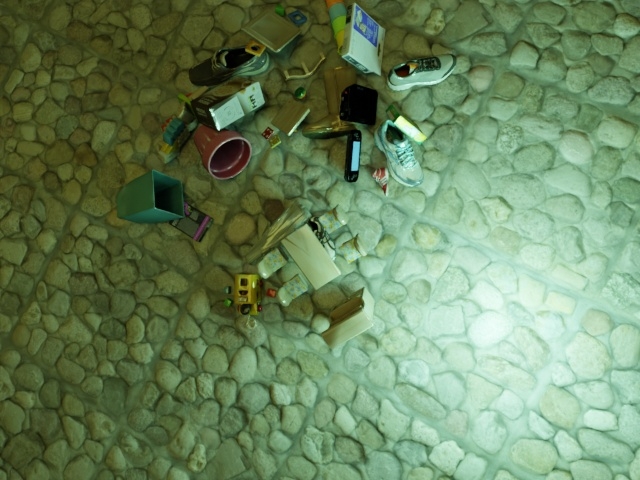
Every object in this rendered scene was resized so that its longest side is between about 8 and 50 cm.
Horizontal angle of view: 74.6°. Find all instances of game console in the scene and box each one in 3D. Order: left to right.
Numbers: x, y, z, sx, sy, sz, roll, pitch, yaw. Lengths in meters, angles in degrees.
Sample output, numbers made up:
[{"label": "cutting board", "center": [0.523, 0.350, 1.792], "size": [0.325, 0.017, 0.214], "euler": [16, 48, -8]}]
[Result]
[{"label": "game console", "center": [0.142, -0.405, 1.616], "size": [0.044, 0.213, 0.360], "euler": [14, 106, 34]}]

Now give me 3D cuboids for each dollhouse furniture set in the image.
[{"label": "dollhouse furniture set", "center": [0.011, 0.138, 1.484], "size": [0.362, 0.256, 0.394], "euler": [-34, 95, 14]}]

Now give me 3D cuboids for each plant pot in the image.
[{"label": "plant pot", "center": [-0.715, -0.158, 1.736], "size": [0.235, 0.165, 0.165], "euler": [-16, 74, 21]}, {"label": "plant pot", "center": [-0.412, -0.377, 1.706], "size": [0.201, 0.201, 0.180], "euler": [-47, 64, 3]}]

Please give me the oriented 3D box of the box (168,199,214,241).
[{"label": "box", "center": [-0.546, -0.082, 1.772], "size": [0.162, 0.029, 0.116], "euler": [31, 90, 10]}]

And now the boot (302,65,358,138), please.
[{"label": "boot", "center": [0.035, -0.552, 1.694], "size": [0.237, 0.089, 0.269], "euler": [-4, 84, -1]}]

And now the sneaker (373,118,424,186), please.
[{"label": "sneaker", "center": [0.299, -0.331, 1.592], "size": [0.110, 0.122, 0.282], "euler": [-31, 81, -12]}]

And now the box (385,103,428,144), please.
[{"label": "box", "center": [0.329, -0.432, 1.583], "size": [0.043, 0.179, 0.105], "euler": [-47, 36, 27]}]

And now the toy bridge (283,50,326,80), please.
[{"label": "toy bridge", "center": [-0.062, -0.713, 1.752], "size": [0.188, 0.026, 0.063], "euler": [-26, 82, 7]}]

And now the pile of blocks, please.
[{"label": "pile of blocks", "center": [-0.603, -0.506, 1.762], "size": [0.113, 0.149, 0.362], "euler": [34, 91, 11]}]

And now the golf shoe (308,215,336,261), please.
[{"label": "golf shoe", "center": [0.000, 0.000, 1.630], "size": [0.077, 0.094, 0.197], "euler": [-30, 69, 50]}]

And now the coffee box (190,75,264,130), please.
[{"label": "coffee box", "center": [-0.368, -0.551, 1.678], "size": [0.141, 0.098, 0.246], "euler": [28, 57, 35]}]

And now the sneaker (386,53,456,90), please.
[{"label": "sneaker", "center": [0.393, -0.660, 1.628], "size": [0.272, 0.108, 0.100], "euler": [-15, 80, 7]}]

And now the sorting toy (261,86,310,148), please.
[{"label": "sorting toy", "center": [-0.122, -0.487, 1.709], "size": [0.274, 0.046, 0.132], "euler": [-51, 53, 2]}]

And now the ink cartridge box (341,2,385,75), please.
[{"label": "ink cartridge box", "center": [0.172, -0.778, 1.653], "size": [0.045, 0.208, 0.206], "euler": [2, 83, 45]}]

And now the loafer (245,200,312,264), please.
[{"label": "loafer", "center": [-0.177, -0.026, 1.670], "size": [0.320, 0.112, 0.111], "euler": [-40, 67, 2]}]

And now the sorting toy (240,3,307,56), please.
[{"label": "sorting toy", "center": [-0.202, -0.855, 1.729], "size": [0.196, 0.047, 0.347], "euler": [34, 62, 7]}]

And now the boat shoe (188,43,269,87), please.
[{"label": "boat shoe", "center": [-0.397, -0.747, 1.759], "size": [0.356, 0.130, 0.132], "euler": [-14, 82, 8]}]

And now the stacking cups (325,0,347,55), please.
[{"label": "stacking cups", "center": [0.081, -0.922, 1.719], "size": [0.096, 0.096, 0.315], "euler": [-14, 80, 8]}]

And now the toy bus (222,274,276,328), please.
[{"label": "toy bus", "center": [-0.291, 0.224, 1.660], "size": [0.202, 0.104, 0.191], "euler": [44, 93, 11]}]

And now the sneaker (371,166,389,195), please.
[{"label": "sneaker", "center": [0.235, -0.228, 1.645], "size": [0.067, 0.042, 0.118], "euler": [-2, 76, 6]}]
